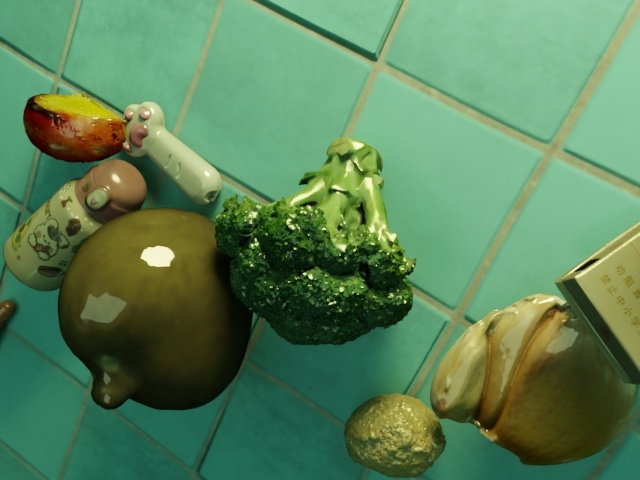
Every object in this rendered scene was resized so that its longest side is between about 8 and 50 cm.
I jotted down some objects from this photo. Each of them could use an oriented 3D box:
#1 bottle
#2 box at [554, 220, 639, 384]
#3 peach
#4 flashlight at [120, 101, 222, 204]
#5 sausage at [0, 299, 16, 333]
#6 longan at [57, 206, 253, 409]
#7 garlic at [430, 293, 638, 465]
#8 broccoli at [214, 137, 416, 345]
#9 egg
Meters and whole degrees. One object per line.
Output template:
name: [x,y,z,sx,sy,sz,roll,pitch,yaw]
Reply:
bottle: [-0.378,-0.030,1.043,0.253,0.120,0.120,-37,85,23]
box: [0.374,0.044,0.708,0.201,0.058,0.141,-34,86,-7]
peach: [-0.372,-0.167,1.022,0.172,0.127,0.092,22,114,17]
flashlight: [-0.231,-0.129,1.009,0.200,0.047,0.093,42,116,11]
sausage: [-0.628,0.183,1.265,0.043,0.043,0.186,39,114,12]
longan: [-0.227,0.102,0.936,0.243,0.300,0.300,-10,98,49]
garlic: [0.273,0.161,0.813,0.217,0.110,0.227,32,114,4]
broccoli: [0.000,0.000,0.846,0.270,0.270,0.269,14,77,21]
egg: [0.102,0.267,0.906,0.140,0.118,0.116,-6,93,13]
